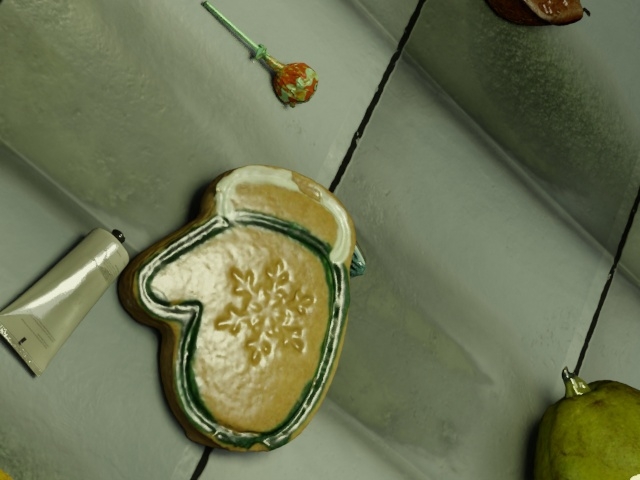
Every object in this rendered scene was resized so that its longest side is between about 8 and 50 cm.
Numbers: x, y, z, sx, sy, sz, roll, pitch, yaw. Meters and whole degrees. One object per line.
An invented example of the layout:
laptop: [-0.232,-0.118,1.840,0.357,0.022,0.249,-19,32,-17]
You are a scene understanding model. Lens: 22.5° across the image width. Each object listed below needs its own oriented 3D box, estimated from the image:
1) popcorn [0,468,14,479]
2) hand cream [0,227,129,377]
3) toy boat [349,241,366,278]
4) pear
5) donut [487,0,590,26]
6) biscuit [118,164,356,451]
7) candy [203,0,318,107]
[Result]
popcorn: [-0.327,0.312,1.627,0.163,0.140,0.194,-17,94,-36]
hand cream: [-0.278,0.056,1.781,0.186,0.054,0.087,-50,117,-29]
toy boat: [0.000,0.000,2.017,0.140,0.059,0.066,49,37,-19]
pear: [0.419,0.336,2.173,0.287,0.287,0.375,-27,85,-40]
donut: [0.282,-0.397,2.326,0.141,0.085,0.217,-26,97,-40]
biscuit: [-0.094,0.071,1.894,0.287,0.057,0.344,21,75,-27]
candy: [-0.077,-0.238,2.019,0.185,0.049,0.055,40,101,-20]
